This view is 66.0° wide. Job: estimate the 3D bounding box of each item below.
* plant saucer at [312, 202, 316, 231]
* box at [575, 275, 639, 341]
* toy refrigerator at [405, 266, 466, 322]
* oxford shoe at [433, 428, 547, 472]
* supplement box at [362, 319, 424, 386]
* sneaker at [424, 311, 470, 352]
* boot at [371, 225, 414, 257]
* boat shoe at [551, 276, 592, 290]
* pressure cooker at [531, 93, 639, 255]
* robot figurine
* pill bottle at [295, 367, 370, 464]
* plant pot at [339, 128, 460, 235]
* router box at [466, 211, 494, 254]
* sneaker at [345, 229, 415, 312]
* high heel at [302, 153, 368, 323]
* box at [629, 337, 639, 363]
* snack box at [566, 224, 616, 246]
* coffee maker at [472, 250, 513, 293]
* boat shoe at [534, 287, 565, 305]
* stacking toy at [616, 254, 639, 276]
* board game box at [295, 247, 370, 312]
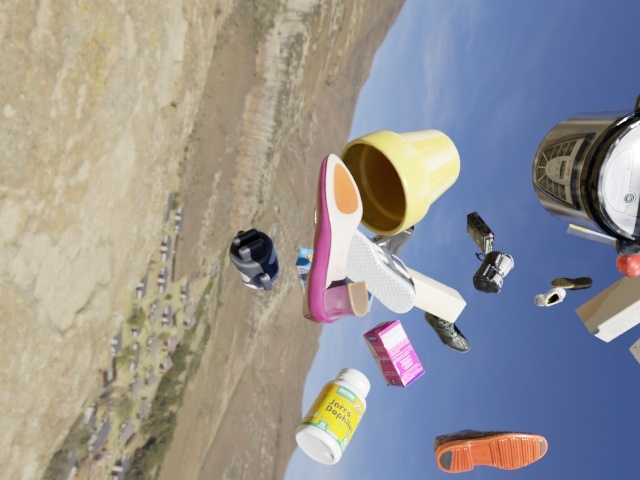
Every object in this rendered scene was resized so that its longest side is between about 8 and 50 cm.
[{"bbox_3d":[0.039,-0.076,1.926,0.241,0.037,0.240,8,80,-52],"label":"plant saucer"},{"bbox_3d":[1.178,0.245,1.904,0.311,0.148,0.121,-45,-145,27],"label":"box"},{"bbox_3d":[0.346,0.177,1.677,0.094,0.270,0.102,-61,-166,16],"label":"toy refrigerator"},{"bbox_3d":[0.419,0.506,1.234,0.098,0.272,0.096,-76,161,-77],"label":"oxford shoe"},{"bbox_3d":[0.269,0.417,1.823,0.111,0.114,0.219,-25,-90,59],"label":"supplement box"},{"bbox_3d":[0.523,0.357,2.002,0.087,0.227,0.130,-34,162,-15],"label":"sneaker"},{"bbox_3d":[0.261,0.065,2.325,0.377,0.138,0.284,-50,-178,-21],"label":"boot"},{"bbox_3d":[1.031,0.184,2.023,0.049,0.152,0.056,63,35,-38],"label":"boat shoe"},{"bbox_3d":[0.857,-0.193,1.388,0.375,0.370,0.420,-44,-165,5],"label":"pressure cooker"},{"bbox_3d":[-0.254,0.073,1.889,0.278,0.174,0.209,82,17,-57],"label":"robot figurine"},{"bbox_3d":[0.038,0.410,1.177,0.208,0.118,0.117,-48,159,-44],"label":"pill bottle"},{"bbox_3d":[0.213,-0.169,1.251,0.254,0.239,0.253,38,-38,38],"label":"plant pot"},{"bbox_3d":[0.549,-0.026,1.696,0.092,0.038,0.122,72,-5,-49],"label":"router box"},{"bbox_3d":[0.146,0.070,1.434,0.126,0.321,0.127,-43,-176,22],"label":"sneaker"},{"bbox_3d":[0.000,0.000,1.127,0.181,0.127,0.376,-14,-104,43],"label":"high heel"},{"bbox_3d":[1.177,0.384,1.483,0.215,0.345,0.168,-58,176,20],"label":"box"},{"bbox_3d":[0.971,-0.080,1.666,0.174,0.207,0.070,-65,153,-12],"label":"snack box"},{"bbox_3d":[0.751,0.142,2.203,0.171,0.120,0.178,-11,-149,54],"label":"coffee maker"},{"bbox_3d":[0.537,0.131,1.131,0.035,0.100,0.035,4,-81,58],"label":"boat shoe"},{"bbox_3d":[1.164,0.014,1.705,0.141,0.330,0.141,55,-5,7],"label":"stacking toy"},{"bbox_3d":[0.067,0.171,2.045,0.308,0.302,0.086,83,22,-58],"label":"board game box"}]
